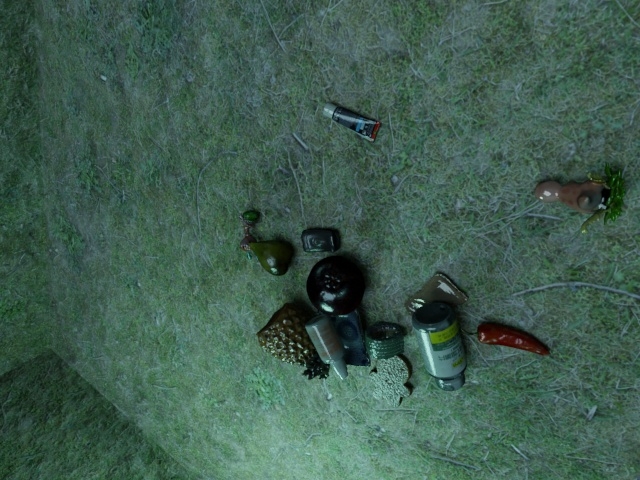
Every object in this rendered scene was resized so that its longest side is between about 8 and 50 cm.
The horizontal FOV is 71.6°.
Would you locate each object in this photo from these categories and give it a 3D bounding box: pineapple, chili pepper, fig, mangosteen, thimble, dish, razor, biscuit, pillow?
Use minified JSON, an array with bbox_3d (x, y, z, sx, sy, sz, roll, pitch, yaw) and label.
[{"bbox_3d":[-0.072,0.432,1.776,0.357,0.223,0.223,48,127,-6],"label":"pineapple"},{"bbox_3d":[0.579,0.306,1.398,0.272,0.063,0.071,10,113,16],"label":"chili pepper"},{"bbox_3d":[-0.204,0.063,1.729,0.185,0.126,0.133,12,124,-13],"label":"fig"},{"bbox_3d":[0.057,0.171,1.599,0.216,0.216,0.216,13,116,28],"label":"mangosteen"},{"bbox_3d":[0.230,0.362,1.604,0.135,0.118,0.090,-10,113,-5],"label":"thimble"},{"bbox_3d":[0.104,0.357,1.710,0.182,0.080,0.243,-6,104,33],"label":"dish"},{"bbox_3d":[0.000,0.000,1.642,0.148,0.054,0.090,0,109,32],"label":"razor"},{"bbox_3d":[0.272,0.527,1.700,0.180,0.039,0.236,22,119,26],"label":"biscuit"},{"bbox_3d":[0.382,0.209,1.502,0.135,0.034,0.211,42,127,4],"label":"pillow"}]

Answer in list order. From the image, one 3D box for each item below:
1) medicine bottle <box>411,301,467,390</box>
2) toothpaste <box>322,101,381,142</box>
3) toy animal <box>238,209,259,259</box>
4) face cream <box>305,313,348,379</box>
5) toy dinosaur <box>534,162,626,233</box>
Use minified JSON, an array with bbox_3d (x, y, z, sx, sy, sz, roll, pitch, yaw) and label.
[{"bbox_3d":[0.402,0.358,1.471,0.141,0.141,0.293,-3,118,33],"label":"medicine bottle"},{"bbox_3d":[0.099,-0.384,1.432,0.193,0.045,0.071,28,130,13],"label":"toothpaste"},{"bbox_3d":[-0.287,-0.020,1.807,0.103,0.100,0.208,-141,39,-63],"label":"toy animal"},{"bbox_3d":[0.039,0.405,1.659,0.101,0.101,0.251,-23,96,37],"label":"face cream"},{"bbox_3d":[0.652,-0.126,1.122,0.177,0.194,0.152,0,120,10],"label":"toy dinosaur"}]
